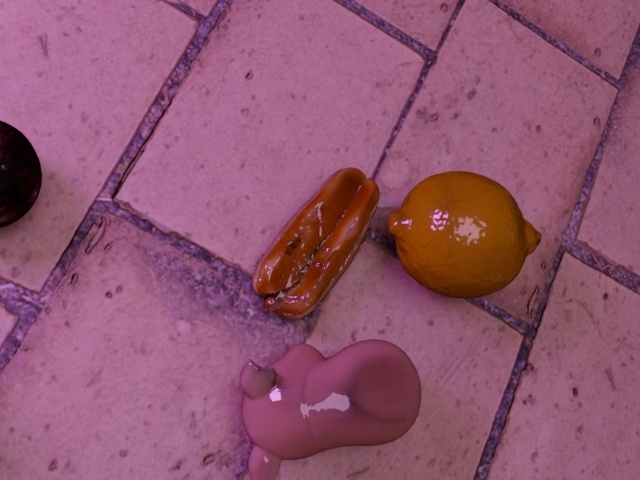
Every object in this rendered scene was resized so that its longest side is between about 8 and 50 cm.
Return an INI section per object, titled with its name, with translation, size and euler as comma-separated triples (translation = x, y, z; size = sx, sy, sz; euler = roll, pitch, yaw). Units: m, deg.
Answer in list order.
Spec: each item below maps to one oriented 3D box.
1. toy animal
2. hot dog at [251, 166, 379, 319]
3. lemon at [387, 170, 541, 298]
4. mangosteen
[toy animal]
translation = 0.015, 0.213, 1.113
size = 0.250, 0.154, 0.167
euler = -10, 88, -19
[hot dog]
translation = 0.000, 0.000, 1.210
size = 0.109, 0.072, 0.269
euler = 40, 68, -8
[lemon]
translation = 0.206, -0.007, 1.226
size = 0.244, 0.187, 0.187
euler = 4, 74, -24
[mangosteen]
translation = -0.421, -0.085, 1.040
size = 0.152, 0.152, 0.153
euler = 5, 74, -18
